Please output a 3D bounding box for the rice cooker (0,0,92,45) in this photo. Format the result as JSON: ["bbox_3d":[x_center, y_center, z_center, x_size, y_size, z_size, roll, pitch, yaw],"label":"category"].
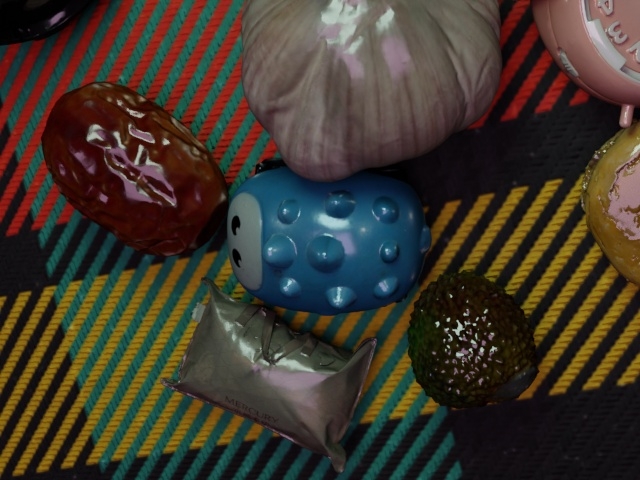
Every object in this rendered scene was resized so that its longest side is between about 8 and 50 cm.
[{"bbox_3d":[-0.390,-0.367,1.224,0.267,0.267,0.224,-29,88,18],"label":"rice cooker"}]

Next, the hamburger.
[{"bbox_3d":[0.399,-0.044,1.146,0.214,0.108,0.213,3,103,11],"label":"hamburger"}]

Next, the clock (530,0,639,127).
[{"bbox_3d":[0.347,-0.253,1.099,0.227,0.142,0.241,-38,96,-7],"label":"clock"}]

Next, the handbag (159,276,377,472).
[{"bbox_3d":[-0.061,0.163,1.302,0.270,0.117,0.182,23,96,11],"label":"handbag"}]

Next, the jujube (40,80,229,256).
[{"bbox_3d":[-0.234,-0.089,1.274,0.250,0.174,0.174,34,106,4],"label":"jujube"}]

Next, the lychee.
[{"bbox_3d":[0.175,0.119,1.210,0.171,0.171,0.171,3,100,15],"label":"lychee"}]

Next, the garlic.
[{"bbox_3d":[0.056,-0.220,1.109,0.317,0.259,0.317,-2,60,3],"label":"garlic"}]

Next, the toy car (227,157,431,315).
[{"bbox_3d":[0.000,0.000,1.215,0.255,0.190,0.188,5,102,16],"label":"toy car"}]
